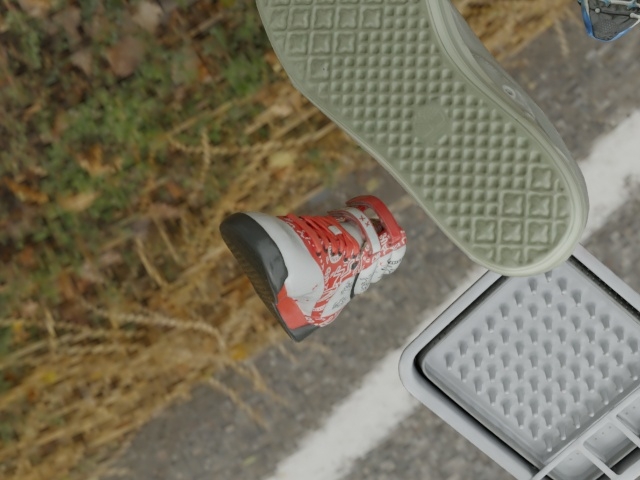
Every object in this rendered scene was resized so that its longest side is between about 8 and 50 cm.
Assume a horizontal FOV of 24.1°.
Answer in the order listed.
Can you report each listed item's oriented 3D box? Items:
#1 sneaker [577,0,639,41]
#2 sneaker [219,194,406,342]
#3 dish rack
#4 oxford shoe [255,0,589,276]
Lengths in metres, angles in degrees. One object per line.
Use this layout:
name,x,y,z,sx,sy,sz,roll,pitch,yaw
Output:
sneaker,0.234,-0.206,1.207,0.063,0.162,0.073,18,134,-1
sneaker,-0.001,-0.001,1.382,0.145,0.090,0.270,-38,160,-6
dish rack,0.291,0.152,1.819,0.333,0.072,0.285,39,114,-15
oxford shoe,0.086,-0.150,1.374,0.169,0.449,0.130,-42,164,17
